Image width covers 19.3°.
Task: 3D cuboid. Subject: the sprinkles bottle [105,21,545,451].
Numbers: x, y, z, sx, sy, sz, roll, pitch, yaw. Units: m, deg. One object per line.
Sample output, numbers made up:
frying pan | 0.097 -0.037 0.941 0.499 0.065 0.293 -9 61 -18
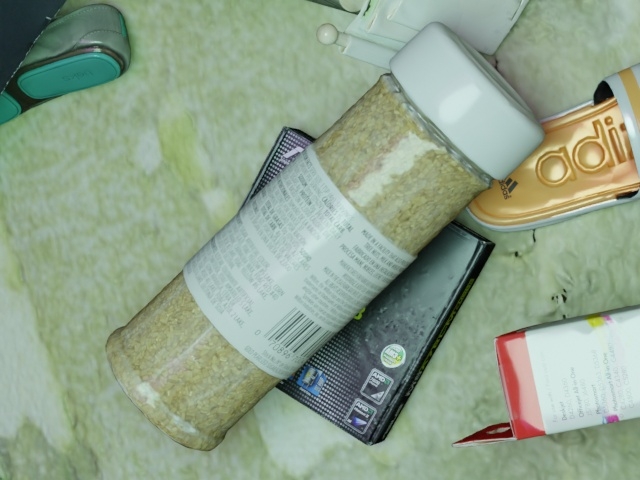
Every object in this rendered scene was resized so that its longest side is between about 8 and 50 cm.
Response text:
sprinkles bottle | 0.000 0.000 1.393 0.355 0.121 0.121 -44 77 11

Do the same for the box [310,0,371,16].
box | -0.059 -0.266 1.446 0.232 0.148 0.127 18 95 17

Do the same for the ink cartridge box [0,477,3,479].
ink cartridge box | -0.304 0.238 1.579 0.207 0.046 0.097 43 104 14

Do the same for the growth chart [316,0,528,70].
growth chart | 0.112 -0.217 1.391 0.237 0.172 0.021 -54 42 13

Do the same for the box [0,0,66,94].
box | -0.433 -0.180 1.513 0.343 0.179 0.312 41 101 30

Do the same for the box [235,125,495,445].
box | 0.011 0.035 1.476 0.190 0.045 0.184 32 101 15

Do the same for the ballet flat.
ballet flat | -0.254 -0.142 1.562 0.213 0.072 0.068 -16 57 17

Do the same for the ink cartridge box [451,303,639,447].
ink cartridge box | 0.211 0.090 1.361 0.231 0.134 0.078 -12 87 17

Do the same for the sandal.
sandal | 0.222 -0.071 1.389 0.265 0.076 0.102 -24 83 17
